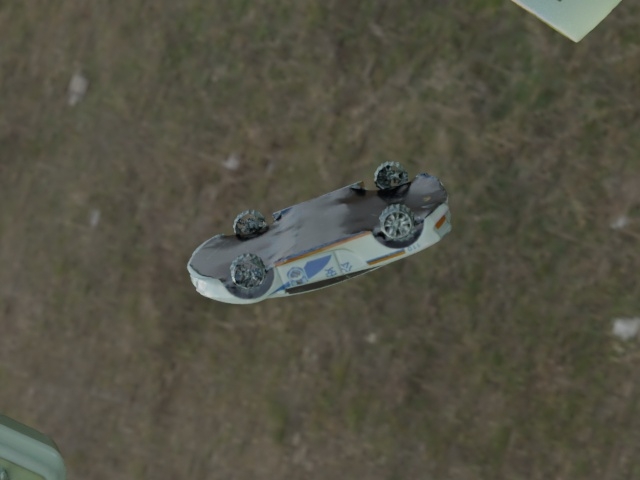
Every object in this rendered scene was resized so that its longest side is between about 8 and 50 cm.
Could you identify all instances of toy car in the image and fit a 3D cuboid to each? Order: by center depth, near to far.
[{"bbox_3d":[0.000,0.000,1.198,0.204,0.056,0.095,-20,25,7],"label":"toy car"}]

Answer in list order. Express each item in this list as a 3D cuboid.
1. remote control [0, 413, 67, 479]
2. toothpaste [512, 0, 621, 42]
[{"bbox_3d":[-0.317,0.114,0.971,0.128,0.335,0.065,-52,34,8],"label":"remote control"},{"bbox_3d":[0.101,-0.234,0.907,0.071,0.089,0.313,-48,31,27],"label":"toothpaste"}]
